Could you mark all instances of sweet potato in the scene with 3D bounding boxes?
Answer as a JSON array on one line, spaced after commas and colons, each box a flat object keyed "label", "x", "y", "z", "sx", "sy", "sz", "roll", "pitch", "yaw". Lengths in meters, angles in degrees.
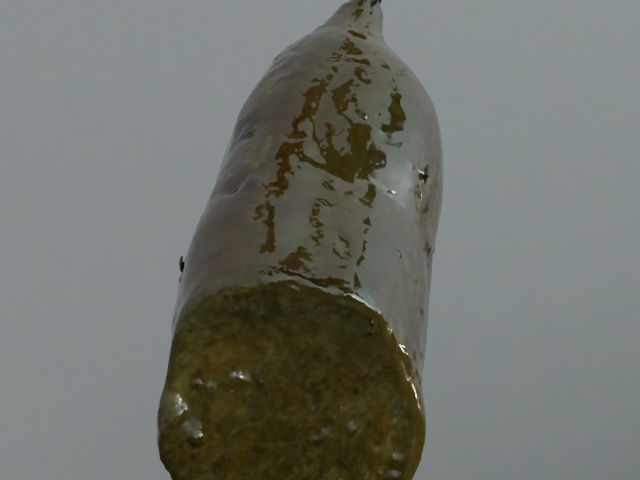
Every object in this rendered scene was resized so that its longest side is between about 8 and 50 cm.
[{"label": "sweet potato", "x": 0.000, "y": 0.000, "z": 1.015, "sx": 0.158, "sy": 0.370, "sz": 0.158, "roll": 6, "pitch": -44, "yaw": 6}]
